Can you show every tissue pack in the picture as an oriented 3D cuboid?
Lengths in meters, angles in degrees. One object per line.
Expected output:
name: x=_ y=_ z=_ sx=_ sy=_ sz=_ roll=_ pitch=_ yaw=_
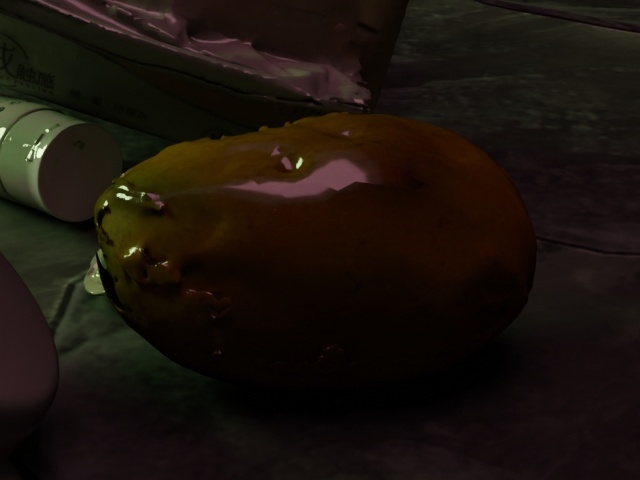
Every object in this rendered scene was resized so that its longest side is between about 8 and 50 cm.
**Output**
tissue pack: x=-0.097 y=-0.164 z=0.992 sx=0.305 sy=0.238 sz=0.238 roll=18 pitch=28 yaw=-1

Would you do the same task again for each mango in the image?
mango: x=0.000 y=0.000 z=0.807 sx=0.248 sy=0.151 sz=0.156 roll=1 pitch=61 yaw=-8

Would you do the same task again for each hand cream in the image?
hand cream: x=-0.265 y=-0.079 z=1.065 sx=0.111 sy=0.070 sz=0.312 roll=-22 pitch=28 yaw=-36

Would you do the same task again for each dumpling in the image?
dumpling: x=-0.118 y=0.016 z=0.893 sx=0.059 sy=0.043 sz=0.077 roll=-27 pitch=52 yaw=-16

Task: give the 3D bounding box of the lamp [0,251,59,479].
lamp: x=-0.230 y=0.028 z=0.701 sx=0.108 sy=0.246 sz=0.179 roll=-38 pitch=27 yaw=6
